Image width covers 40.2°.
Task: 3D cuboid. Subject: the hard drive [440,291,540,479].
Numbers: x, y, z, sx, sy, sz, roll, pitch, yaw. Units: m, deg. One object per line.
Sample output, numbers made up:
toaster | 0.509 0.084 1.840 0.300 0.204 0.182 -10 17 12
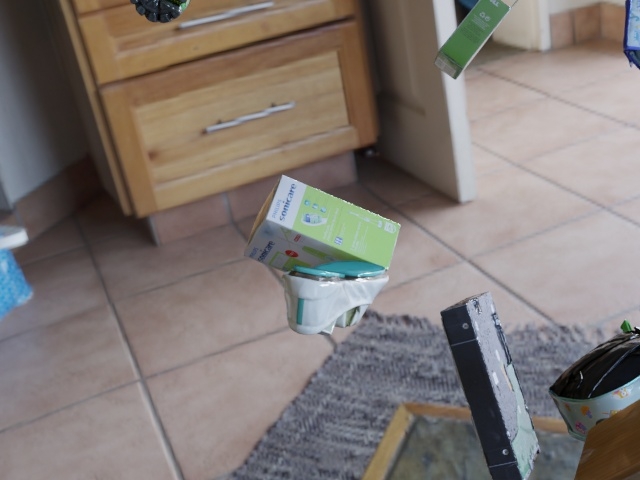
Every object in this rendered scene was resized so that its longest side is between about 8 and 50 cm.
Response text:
hard drive | 0.326 0.275 1.662 0.064 0.338 0.237 -20 -4 21

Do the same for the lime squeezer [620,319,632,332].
lime squeezer | 0.594 0.251 1.471 0.110 0.059 0.310 -45 31 -2

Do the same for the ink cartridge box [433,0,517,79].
ink cartridge box | 0.318 -0.430 1.750 0.209 0.062 0.109 -52 -1 -1

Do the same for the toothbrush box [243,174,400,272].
toothbrush box | 0.000 0.000 1.913 0.283 0.206 0.122 24 61 -9

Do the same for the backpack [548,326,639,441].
backpack | 0.432 0.221 1.246 0.188 0.144 0.166 -21 6 -18

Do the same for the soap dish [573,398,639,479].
soap dish | 0.446 0.223 0.936 0.229 0.291 0.118 18 48 -20

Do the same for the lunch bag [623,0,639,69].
lunch bag | 0.631 -0.387 1.647 0.151 0.128 0.096 17 -19 -25

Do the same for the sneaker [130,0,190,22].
sneaker | -0.276 -0.554 1.500 0.134 0.343 0.146 5 18 -1

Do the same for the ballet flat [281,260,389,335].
ballet flat | 0.023 0.108 1.631 0.139 0.139 0.400 -2 0 19
